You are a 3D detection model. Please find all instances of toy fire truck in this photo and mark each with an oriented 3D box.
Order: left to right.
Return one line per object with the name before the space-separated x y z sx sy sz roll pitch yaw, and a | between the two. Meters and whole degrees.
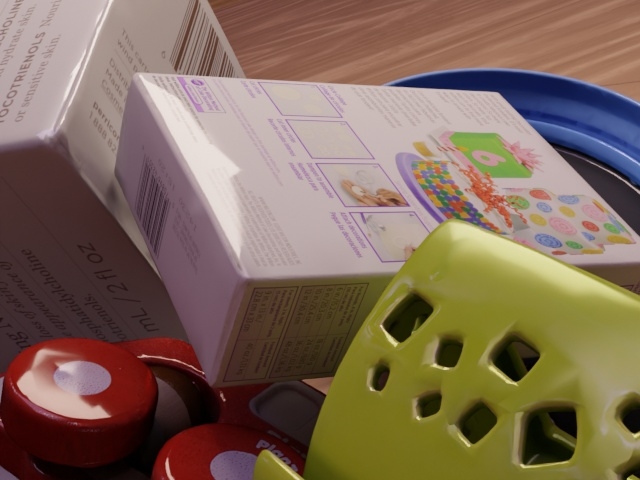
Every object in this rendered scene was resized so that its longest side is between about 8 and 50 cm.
toy fire truck | -0.081 0.161 0.732 0.302 0.169 0.254 27 27 24

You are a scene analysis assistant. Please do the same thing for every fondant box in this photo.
fondant box | 0.043 -0.019 0.757 0.330 0.096 0.238 -2 39 -28

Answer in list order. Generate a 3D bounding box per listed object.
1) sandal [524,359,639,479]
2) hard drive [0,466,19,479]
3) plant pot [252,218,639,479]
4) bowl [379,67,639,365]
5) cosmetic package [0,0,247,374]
sandal | 0.249 0.134 0.708 0.303 0.120 0.086 -12 -19 32
hard drive | -0.191 0.189 0.944 0.233 0.047 0.353 -14 24 8
plant pot | 0.109 0.159 0.552 0.207 0.228 0.227 -44 40 -16
bowl | 0.173 -0.027 0.963 0.391 0.077 0.391 0 41 0
cosmetic package | -0.294 -0.065 0.995 0.394 0.329 0.327 -8 48 20
